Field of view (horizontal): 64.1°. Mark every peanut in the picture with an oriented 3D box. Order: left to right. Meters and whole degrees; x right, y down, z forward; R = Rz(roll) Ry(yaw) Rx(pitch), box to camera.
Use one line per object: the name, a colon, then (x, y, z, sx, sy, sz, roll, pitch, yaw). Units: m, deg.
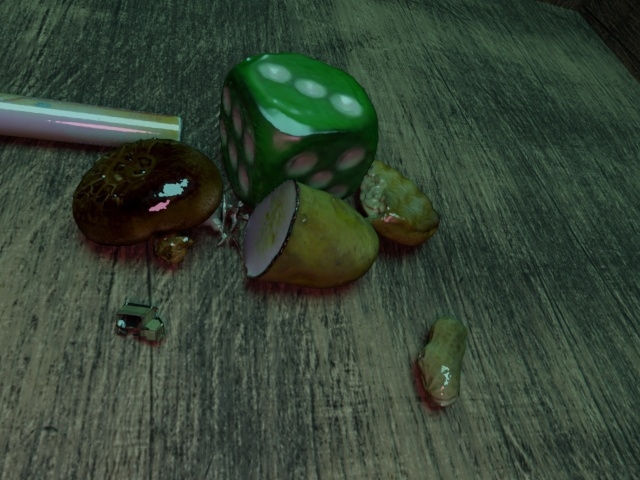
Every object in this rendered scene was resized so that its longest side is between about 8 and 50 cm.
peanut: (0.255, 0.240, 1.052, 0.099, 0.099, 0.214, 29, 50, 4)

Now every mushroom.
mushroom: (-0.345, -0.091, 1.033, 0.297, 0.163, 0.278, -23, 63, -11)

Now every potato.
potato: (0.000, 0.000, 1.101, 0.266, 0.229, 0.229, 18, 46, -28)

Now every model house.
model house: (-0.325, 0.147, 0.942, 0.083, 0.057, 0.058, 5, 21, 7)

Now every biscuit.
biscuit: (0.192, -0.080, 1.273, 0.213, 0.091, 0.274, 28, 30, -14)

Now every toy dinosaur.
toy dinosaur: (-0.198, -0.062, 1.137, 0.220, 0.032, 0.108, 69, 16, 9)

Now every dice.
dice: (-0.064, -0.245, 1.201, 0.300, 0.287, 0.297, -11, 57, -29)

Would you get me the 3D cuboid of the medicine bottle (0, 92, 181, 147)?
medicine bottle: (-0.540, -0.265, 1.168, 0.426, 0.108, 0.108, 3, 51, -21)

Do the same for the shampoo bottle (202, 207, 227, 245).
shampoo bottle: (-0.260, -0.075, 1.143, 0.056, 0.056, 0.195, -25, 64, -35)
